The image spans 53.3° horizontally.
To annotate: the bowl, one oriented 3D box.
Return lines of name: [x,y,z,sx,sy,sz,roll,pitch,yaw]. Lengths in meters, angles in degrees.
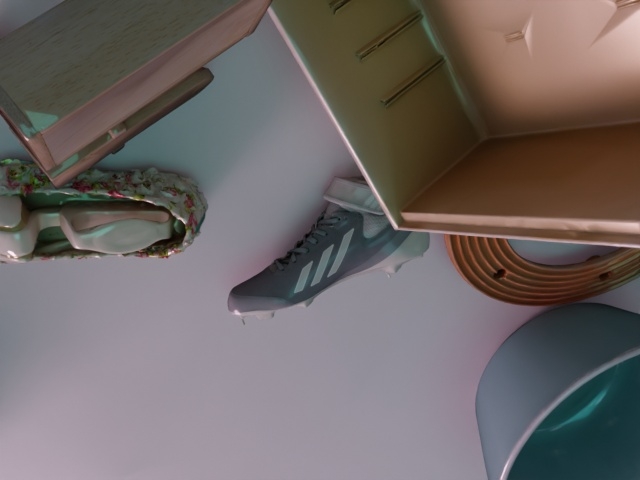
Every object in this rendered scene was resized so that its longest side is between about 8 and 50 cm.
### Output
bowl: [0.305,0.197,0.737,0.311,0.163,0.312,-7,119,-14]

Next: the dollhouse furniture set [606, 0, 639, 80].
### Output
dollhouse furniture set: [0.177,-0.309,0.407,0.152,0.201,0.374,-27,120,-1]

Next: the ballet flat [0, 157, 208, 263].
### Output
ballet flat: [-0.210,-0.018,0.514,0.240,0.077,0.091,-6,120,-13]

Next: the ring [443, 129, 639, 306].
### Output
ring: [0.280,-0.062,0.638,0.336,0.032,0.337,-9,132,-10]

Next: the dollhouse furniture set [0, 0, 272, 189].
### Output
dollhouse furniture set: [-0.198,-0.235,0.357,0.173,0.303,0.356,-39,99,-17]

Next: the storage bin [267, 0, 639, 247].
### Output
storage bin: [0.097,-0.140,0.381,0.123,0.260,0.262,-39,110,-20]

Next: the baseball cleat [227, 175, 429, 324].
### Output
baseball cleat: [0.000,0.000,0.604,0.205,0.072,0.110,-20,108,-11]
